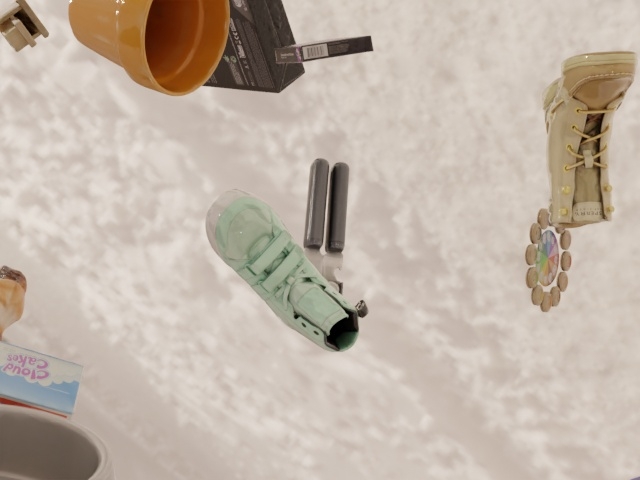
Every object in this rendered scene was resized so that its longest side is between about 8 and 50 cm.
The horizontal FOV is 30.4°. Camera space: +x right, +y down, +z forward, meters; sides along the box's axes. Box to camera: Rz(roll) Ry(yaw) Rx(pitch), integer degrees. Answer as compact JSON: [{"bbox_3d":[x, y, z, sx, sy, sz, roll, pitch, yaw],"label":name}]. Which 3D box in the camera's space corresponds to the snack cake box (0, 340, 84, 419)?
[{"bbox_3d":[-0.470,0.205,1.587,0.264,0.089,0.152,19,130,-15],"label":"snack cake box"}]

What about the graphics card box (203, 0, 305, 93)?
[{"bbox_3d":[-0.219,-0.416,2.293,0.371,0.094,0.232,11,132,42],"label":"graphics card box"}]

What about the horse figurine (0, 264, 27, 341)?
[{"bbox_3d":[-0.580,0.131,2.026,0.174,0.263,0.066,12,140,18],"label":"horse figurine"}]

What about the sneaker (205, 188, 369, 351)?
[{"bbox_3d":[-0.033,0.040,1.460,0.151,0.094,0.256,29,162,45],"label":"sneaker"}]

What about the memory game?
[{"bbox_3d":[0.395,0.032,2.033,0.012,0.186,0.186,3,146,34],"label":"memory game"}]

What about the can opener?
[{"bbox_3d":[0.000,0.000,2.000,0.074,0.280,0.093,9,166,-17],"label":"can opener"}]

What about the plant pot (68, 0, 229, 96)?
[{"bbox_3d":[-0.274,-0.339,1.799,0.188,0.205,0.205,18,156,29],"label":"plant pot"}]

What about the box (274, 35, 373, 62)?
[{"bbox_3d":[0.002,-0.300,1.854,0.162,0.116,0.029,-159,59,-71],"label":"box"}]

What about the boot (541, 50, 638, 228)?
[{"bbox_3d":[0.345,-0.124,1.518,0.095,0.203,0.262,1,171,-5],"label":"boot"}]

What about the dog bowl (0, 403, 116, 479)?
[{"bbox_3d":[-0.400,0.289,1.374,0.349,0.102,0.349,8,-167,-2],"label":"dog bowl"}]

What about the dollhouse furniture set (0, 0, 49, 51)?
[{"bbox_3d":[-0.332,-0.286,1.317,0.161,0.101,0.182,57,171,-31],"label":"dollhouse furniture set"}]

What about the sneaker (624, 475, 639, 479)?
[{"bbox_3d":[0.355,0.345,1.222,0.130,0.323,0.236,50,143,1],"label":"sneaker"}]
